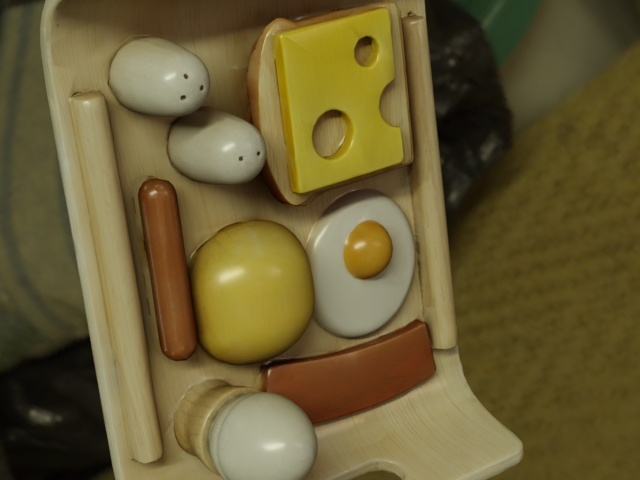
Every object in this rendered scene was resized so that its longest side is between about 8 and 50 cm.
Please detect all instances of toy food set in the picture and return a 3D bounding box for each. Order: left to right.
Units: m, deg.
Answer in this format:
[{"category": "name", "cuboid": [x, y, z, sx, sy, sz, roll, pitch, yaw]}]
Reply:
[{"category": "toy food set", "cuboid": [0.000, 0.000, 0.784, 0.092, 0.220, 0.306, 18, 120, 52]}]
